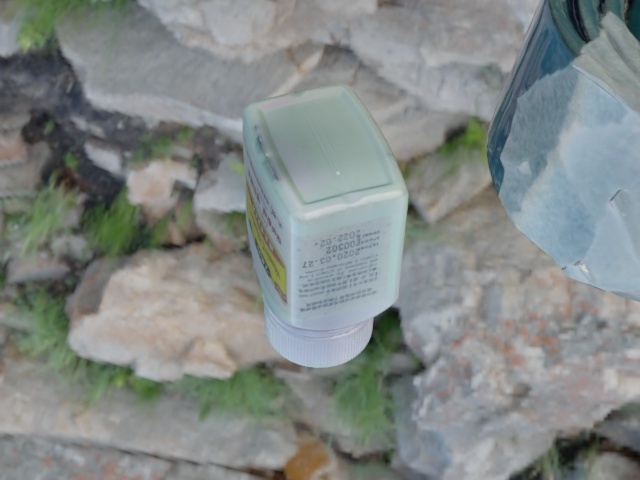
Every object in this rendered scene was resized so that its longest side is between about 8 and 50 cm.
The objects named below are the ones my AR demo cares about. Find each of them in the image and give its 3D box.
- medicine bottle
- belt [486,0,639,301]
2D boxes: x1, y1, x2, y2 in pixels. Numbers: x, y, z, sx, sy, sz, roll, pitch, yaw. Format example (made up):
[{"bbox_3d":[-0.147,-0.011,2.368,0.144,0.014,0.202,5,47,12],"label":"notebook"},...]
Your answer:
[{"bbox_3d":[0.000,0.000,0.543,0.055,0.074,0.118,-15,141,-14],"label":"medicine bottle"},{"bbox_3d":[0.315,-0.108,0.918,0.300,0.436,0.173,40,139,22],"label":"belt"}]
